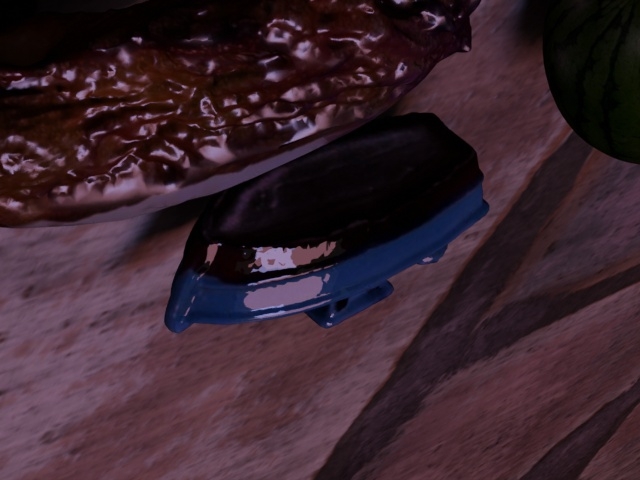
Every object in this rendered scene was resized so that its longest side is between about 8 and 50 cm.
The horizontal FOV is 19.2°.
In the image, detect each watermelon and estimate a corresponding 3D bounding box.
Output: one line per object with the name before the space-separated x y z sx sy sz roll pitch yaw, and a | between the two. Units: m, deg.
watermelon | 0.202 -0.125 1.128 0.141 0.140 0.187 -37 153 -10

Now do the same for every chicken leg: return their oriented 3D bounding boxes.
chicken leg | -0.101 -0.054 0.743 0.407 0.096 0.158 -16 176 -38

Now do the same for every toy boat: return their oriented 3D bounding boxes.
toy boat | 0.000 0.000 1.085 0.223 0.100 0.097 -24 140 -35
